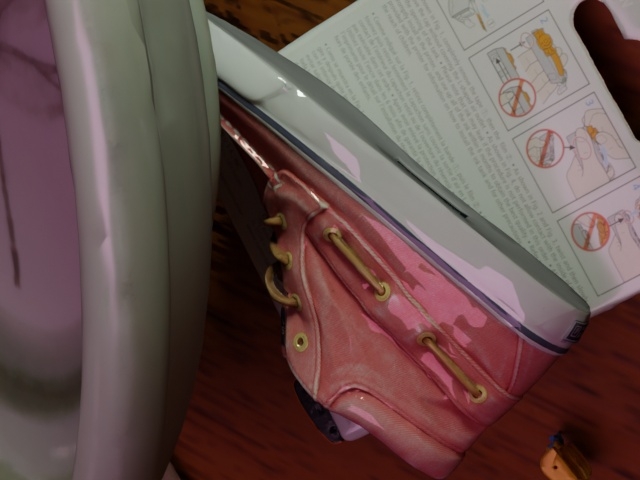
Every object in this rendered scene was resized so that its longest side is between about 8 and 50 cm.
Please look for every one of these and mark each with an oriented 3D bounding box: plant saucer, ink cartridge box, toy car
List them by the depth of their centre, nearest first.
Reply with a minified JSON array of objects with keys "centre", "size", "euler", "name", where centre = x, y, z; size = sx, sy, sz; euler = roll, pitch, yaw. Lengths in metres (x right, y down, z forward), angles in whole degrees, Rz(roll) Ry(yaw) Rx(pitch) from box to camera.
[{"centre":[-0.133,-0.055,0.501],"size":[0.400,0.101,0.400],"euler":[24,121,49],"name":"plant saucer"},{"centre":[0.053,-0.028,0.511],"size":[0.179,0.045,0.145],"euler":[-30,83,20],"name":"ink cartridge box"},{"centre":[0.051,0.078,0.567],"size":[0.122,0.040,0.060],"euler":[38,106,14],"name":"toy car"}]

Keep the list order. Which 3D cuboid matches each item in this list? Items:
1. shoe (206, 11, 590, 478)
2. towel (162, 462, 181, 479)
[{"centre":[0.000,0.000,0.476],"size":[0.178,0.063,0.081],"euler":[40,103,10],"name":"shoe"},{"centre":[-0.225,0.131,0.758],"size":[0.332,0.053,0.317],"euler":[-28,97,39],"name":"towel"}]
